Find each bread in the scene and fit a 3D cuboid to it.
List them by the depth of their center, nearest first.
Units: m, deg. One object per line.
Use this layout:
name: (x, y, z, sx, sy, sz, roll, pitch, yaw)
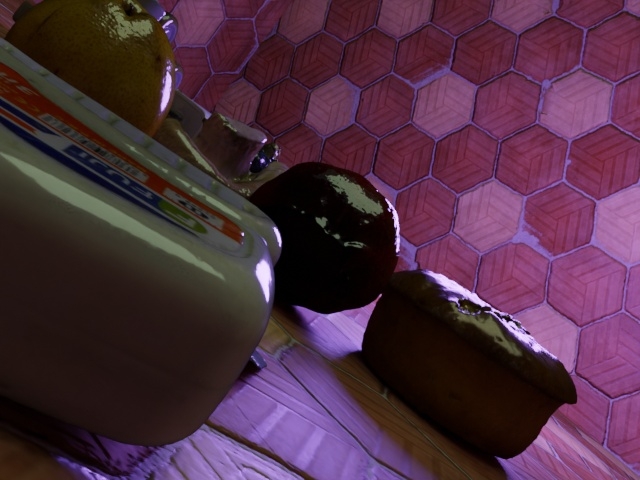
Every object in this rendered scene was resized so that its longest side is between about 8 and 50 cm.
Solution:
bread: (0.194, 0.162, 1.211, 0.312, 0.172, 0.312, 34, 1, -1)

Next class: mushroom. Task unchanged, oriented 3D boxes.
mushroom: (-0.138, -0.088, 1.357, 0.286, 0.156, 0.151, 17, 29, -42)

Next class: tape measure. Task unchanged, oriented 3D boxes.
tape measure: (-0.154, -0.010, 0.495, 0.258, 0.130, 0.265, 34, 10, -10)

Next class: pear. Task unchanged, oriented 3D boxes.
pear: (-0.270, -0.199, 1.046, 0.209, 0.209, 0.209, 37, 4, -3)

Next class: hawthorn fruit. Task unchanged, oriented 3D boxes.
hawthorn fruit: (0.000, 0.000, 1.182, 0.215, 0.215, 0.250, 37, -5, -2)

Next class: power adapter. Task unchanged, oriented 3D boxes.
power adapter: (-0.238, -0.171, 1.470, 0.125, 0.130, 0.205, 41, 6, 33)

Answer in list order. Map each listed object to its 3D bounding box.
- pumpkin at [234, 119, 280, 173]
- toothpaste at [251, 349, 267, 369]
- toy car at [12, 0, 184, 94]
pumpkin: (-0.145, -0.137, 1.694, 0.212, 0.152, 0.211, 39, 9, -7)
toothpaste: (-0.180, -0.022, 0.752, 0.371, 0.080, 0.125, 41, -6, 3)
toy car: (-0.419, -0.357, 1.690, 0.242, 0.226, 0.336, 38, -22, 10)
